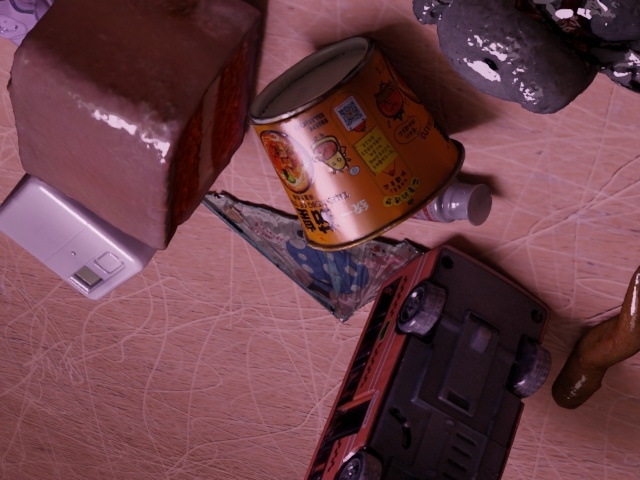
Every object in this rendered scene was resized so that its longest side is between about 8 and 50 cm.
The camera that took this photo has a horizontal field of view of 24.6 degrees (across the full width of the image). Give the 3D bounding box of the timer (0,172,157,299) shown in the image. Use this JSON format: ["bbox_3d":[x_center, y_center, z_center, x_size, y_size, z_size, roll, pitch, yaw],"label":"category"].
[{"bbox_3d":[-0.303,-0.063,2.030,0.194,0.195,0.192,39,149,-13],"label":"timer"}]

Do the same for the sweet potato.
[{"bbox_3d":[0.367,0.126,1.841,0.059,0.067,0.281,0,150,-20],"label":"sweet potato"}]

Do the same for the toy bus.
[{"bbox_3d":[0.118,0.237,1.856,0.203,0.427,0.233,31,154,-16],"label":"toy bus"}]

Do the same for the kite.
[{"bbox_3d":[0.000,-0.001,2.029,0.406,0.014,0.368,16,145,26],"label":"kite"}]

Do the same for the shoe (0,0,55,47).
[{"bbox_3d":[-0.408,-0.301,1.837,0.095,0.137,0.245,11,144,38],"label":"shoe"}]

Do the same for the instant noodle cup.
[{"bbox_3d":[0.032,-0.116,1.663,0.216,0.216,0.172,-8,122,47],"label":"instant noodle cup"}]

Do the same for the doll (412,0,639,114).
[{"bbox_3d":[0.240,-0.198,1.357,0.246,0.158,0.340,33,161,-35],"label":"doll"}]

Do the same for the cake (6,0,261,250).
[{"bbox_3d":[-0.219,-0.170,1.770,0.230,0.237,0.309,29,152,11],"label":"cake"}]

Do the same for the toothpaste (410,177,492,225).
[{"bbox_3d":[0.103,-0.061,1.819,0.234,0.057,0.089,12,133,41],"label":"toothpaste"}]
